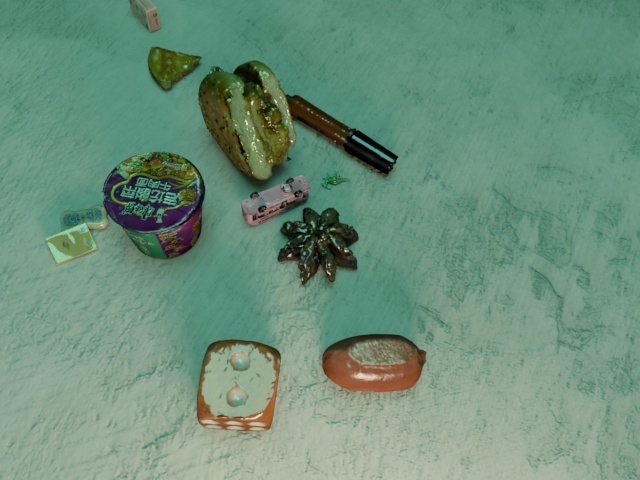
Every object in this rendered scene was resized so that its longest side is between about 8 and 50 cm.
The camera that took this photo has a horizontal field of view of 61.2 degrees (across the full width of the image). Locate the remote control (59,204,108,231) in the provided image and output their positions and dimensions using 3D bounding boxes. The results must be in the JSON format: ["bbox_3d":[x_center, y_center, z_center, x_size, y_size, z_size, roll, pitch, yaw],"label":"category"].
[{"bbox_3d":[-0.644,-0.057,1.475,0.122,0.032,0.074,-14,64,-14],"label":"remote control"}]

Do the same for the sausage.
[{"bbox_3d":[0.134,0.298,1.314,0.254,0.148,0.148,-1,62,-10],"label":"sausage"}]

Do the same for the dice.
[{"bbox_3d":[-0.185,0.336,1.235,0.174,0.174,0.179,9,60,-3],"label":"dice"}]

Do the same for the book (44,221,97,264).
[{"bbox_3d":[-0.660,0.008,1.433,0.111,0.014,0.077,-24,88,-14],"label":"book"}]

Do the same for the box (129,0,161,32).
[{"bbox_3d":[-0.600,-0.783,1.839,0.043,0.089,0.125,-35,72,-22],"label":"box"}]

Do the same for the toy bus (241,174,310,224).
[{"bbox_3d":[-0.126,-0.114,1.530,0.203,0.090,0.063,-26,68,-18],"label":"toy bus"}]

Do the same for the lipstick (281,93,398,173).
[{"bbox_3d":[0.054,-0.337,1.679,0.418,0.077,0.077,34,63,13],"label":"lipstick"}]

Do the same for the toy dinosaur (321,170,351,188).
[{"bbox_3d":[0.044,-0.176,1.623,0.083,0.021,0.062,23,69,11],"label":"toy dinosaur"}]

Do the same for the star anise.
[{"bbox_3d":[0.001,0.001,1.478,0.223,0.109,0.236,-36,69,-27],"label":"star anise"}]

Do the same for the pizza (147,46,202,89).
[{"bbox_3d":[-0.480,-0.582,1.775,0.176,0.036,0.185,-26,66,-21],"label":"pizza"}]

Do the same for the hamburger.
[{"bbox_3d":[-0.212,-0.347,1.539,0.195,0.318,0.277,-34,38,-19],"label":"hamburger"}]

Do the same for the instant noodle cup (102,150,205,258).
[{"bbox_3d":[-0.420,-0.079,1.422,0.251,0.190,0.251,3,61,-5],"label":"instant noodle cup"}]
